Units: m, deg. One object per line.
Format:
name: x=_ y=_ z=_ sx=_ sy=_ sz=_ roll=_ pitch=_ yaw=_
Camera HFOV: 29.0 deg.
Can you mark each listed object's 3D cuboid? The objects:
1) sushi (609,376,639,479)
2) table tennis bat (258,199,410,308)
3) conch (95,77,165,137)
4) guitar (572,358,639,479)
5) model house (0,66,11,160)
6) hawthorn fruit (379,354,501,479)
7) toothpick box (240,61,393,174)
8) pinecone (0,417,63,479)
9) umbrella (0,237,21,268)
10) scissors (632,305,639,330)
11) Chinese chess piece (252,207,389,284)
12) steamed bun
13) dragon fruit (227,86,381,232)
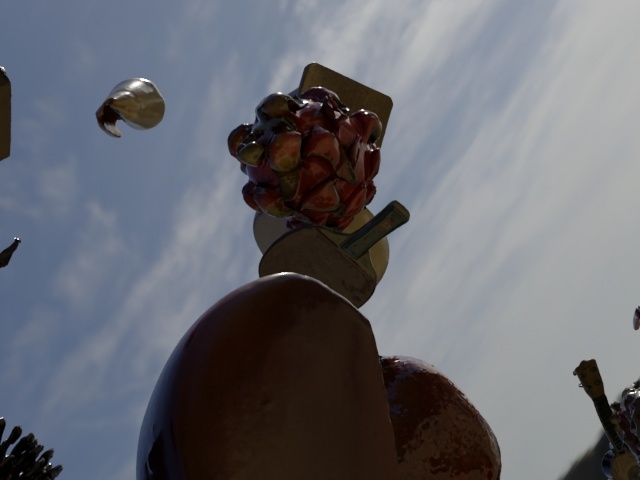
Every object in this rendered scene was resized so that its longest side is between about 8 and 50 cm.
sushi: x=0.575 y=0.203 z=1.602 sx=0.418 sy=0.175 sz=0.417 roll=-21 pitch=6 yaw=2
table tennis bat: x=0.023 y=0.026 z=1.698 sx=0.274 sy=0.154 sz=0.021 roll=-38 pitch=18 yaw=39
conch: x=-0.322 y=-0.215 z=2.072 sx=0.176 sy=0.104 sz=0.094 roll=-71 pitch=-28 yaw=-67
guitar: x=0.416 y=0.281 z=1.746 sx=0.084 sy=0.271 sz=0.038 roll=-32 pitch=14 yaw=-17
model house: x=-0.601 y=-0.230 z=1.874 sx=0.176 sy=0.248 sz=0.181 roll=-27 pitch=-29 yaw=-31
hawthorn fruit: x=0.121 y=0.320 z=1.853 sx=0.311 sy=0.295 sz=0.295 roll=-80 pitch=6 yaw=-47
toothpick box: x=-0.023 y=-0.195 z=2.404 sx=0.308 sy=0.187 sz=0.190 roll=-18 pitch=54 yaw=65
pinecone: x=-0.394 y=0.270 z=1.425 sx=0.163 sy=0.165 sz=0.163 roll=-45 pitch=-7 yaw=-7
umbrella: x=-0.562 y=0.024 z=2.217 sx=0.083 sy=0.031 sz=0.020 roll=-55 pitch=-49 yaw=-43
scissors: x=0.506 y=0.128 z=1.953 sx=0.012 sy=0.039 sz=0.113 roll=-31 pitch=-30 yaw=-2
Chinese chess piece: x=0.000 y=0.000 z=2.298 sx=0.102 sy=0.273 sz=0.273 roll=-53 pitch=-15 yaw=-30
steamed bun: x=-0.070 y=0.235 z=1.332 sx=0.248 sy=0.379 sz=0.235 roll=0 pitch=-23 yaw=-23
dragon fruit: x=-0.017 y=-0.127 z=1.901 sx=0.307 sy=0.243 sz=0.227 roll=-157 pitch=89 yaw=-78
